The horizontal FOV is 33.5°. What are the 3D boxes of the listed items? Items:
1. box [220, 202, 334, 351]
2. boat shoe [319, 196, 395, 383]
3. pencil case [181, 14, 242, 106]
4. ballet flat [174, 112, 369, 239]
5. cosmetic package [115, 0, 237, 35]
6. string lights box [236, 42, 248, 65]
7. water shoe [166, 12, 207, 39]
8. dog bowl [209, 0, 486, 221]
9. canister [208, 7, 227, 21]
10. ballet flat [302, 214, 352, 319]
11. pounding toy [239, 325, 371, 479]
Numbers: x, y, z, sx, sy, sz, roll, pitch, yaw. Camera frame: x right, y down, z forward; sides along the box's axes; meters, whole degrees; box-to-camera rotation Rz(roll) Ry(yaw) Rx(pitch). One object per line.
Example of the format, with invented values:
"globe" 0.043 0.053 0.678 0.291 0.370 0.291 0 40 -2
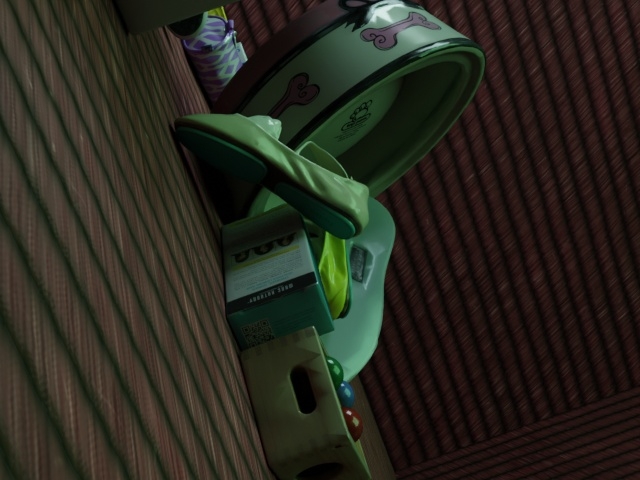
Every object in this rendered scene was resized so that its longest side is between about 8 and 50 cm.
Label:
"box" -0.052 0.037 1.186 0.244 0.100 0.060 -105 175 -66
"boat shoe" -0.005 0.096 1.428 0.156 0.136 0.367 -53 -167 41
"pencil case" -0.155 -0.274 1.714 0.206 0.088 0.086 69 4 -56
"ballet flat" -0.047 -0.091 1.209 0.248 0.086 0.086 32 13 -14
"cosmetic package" -0.098 -0.471 1.174 0.394 0.327 0.329 -94 164 -64
"string lights box" -0.134 -0.224 1.994 0.133 0.076 0.260 65 5 -77
"water shoe" -0.208 -0.378 1.479 0.080 0.073 0.203 -115 -174 -83
"dog bowl" 0.020 -0.170 1.440 0.150 0.408 0.408 53 -3 16
"canister" -0.194 -0.369 1.812 0.170 0.073 0.126 67 4 -85
"ballet flat" 0.000 0.000 1.346 0.077 0.077 0.231 116 -18 -45
"pounding toy" 0.006 0.218 1.094 0.206 0.094 0.181 67 4 -57
